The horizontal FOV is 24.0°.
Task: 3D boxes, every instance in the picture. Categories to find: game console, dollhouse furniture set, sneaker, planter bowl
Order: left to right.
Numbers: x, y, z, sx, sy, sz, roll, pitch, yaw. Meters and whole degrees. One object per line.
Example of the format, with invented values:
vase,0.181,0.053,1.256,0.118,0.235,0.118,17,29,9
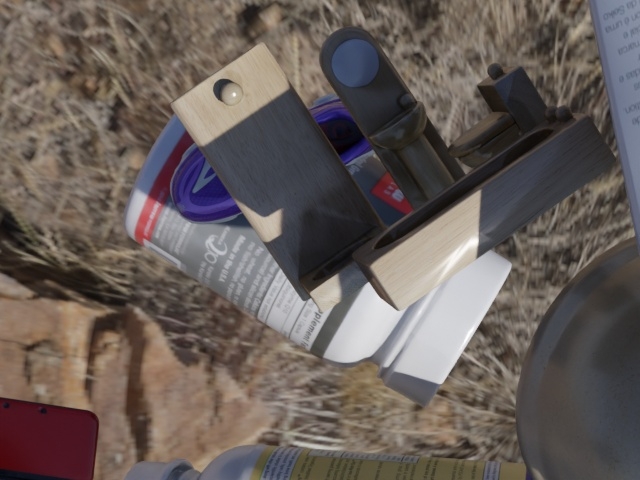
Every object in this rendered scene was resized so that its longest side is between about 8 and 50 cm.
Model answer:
game console,-0.285,0.198,1.456,0.144,0.124,0.085,9,82,-1
sneaker,-0.034,-0.062,1.083,0.170,0.071,0.068,-24,96,11
dollhouse furniture set,0.026,-0.052,0.699,0.144,0.151,0.123,-34,99,-3
planter bowl,0.188,0.085,0.708,0.162,0.109,0.162,-7,108,-21

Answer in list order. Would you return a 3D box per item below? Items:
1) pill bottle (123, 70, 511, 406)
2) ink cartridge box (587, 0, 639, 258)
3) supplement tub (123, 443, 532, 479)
pill bottle,0.000,0.000,1.206,0.283,0.161,0.161,32,89,5
ink cartridge box,0.260,0.016,0.634,0.071,0.324,0.330,-24,70,47
supplement tub,0.025,0.269,1.068,0.331,0.241,0.241,3,84,9
